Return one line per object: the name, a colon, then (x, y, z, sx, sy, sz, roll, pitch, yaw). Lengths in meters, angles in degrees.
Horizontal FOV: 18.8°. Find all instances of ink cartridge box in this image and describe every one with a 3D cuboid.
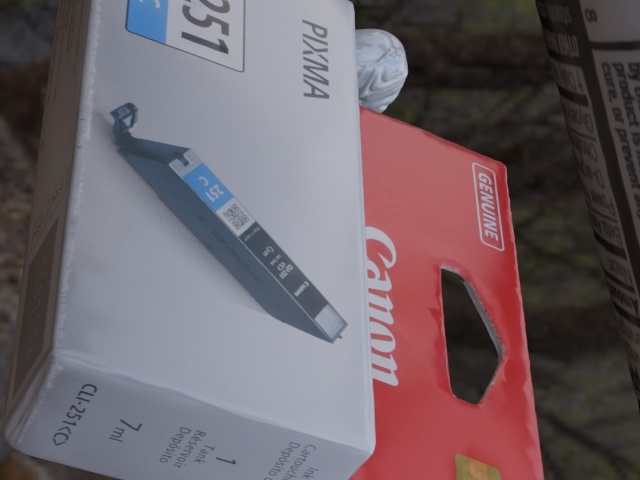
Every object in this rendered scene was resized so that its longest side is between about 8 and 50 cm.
ink cartridge box: (0.000, 0.000, 0.877, 0.066, 0.261, 0.296, -55, -155, 38)

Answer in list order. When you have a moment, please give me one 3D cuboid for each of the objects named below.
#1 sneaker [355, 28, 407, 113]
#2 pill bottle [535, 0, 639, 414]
sneaker: (-0.050, -0.122, 1.224, 0.090, 0.232, 0.115, 31, 59, -54)
pill bottle: (0.111, -0.028, 0.361, 0.130, 0.130, 0.245, -39, 116, -59)
